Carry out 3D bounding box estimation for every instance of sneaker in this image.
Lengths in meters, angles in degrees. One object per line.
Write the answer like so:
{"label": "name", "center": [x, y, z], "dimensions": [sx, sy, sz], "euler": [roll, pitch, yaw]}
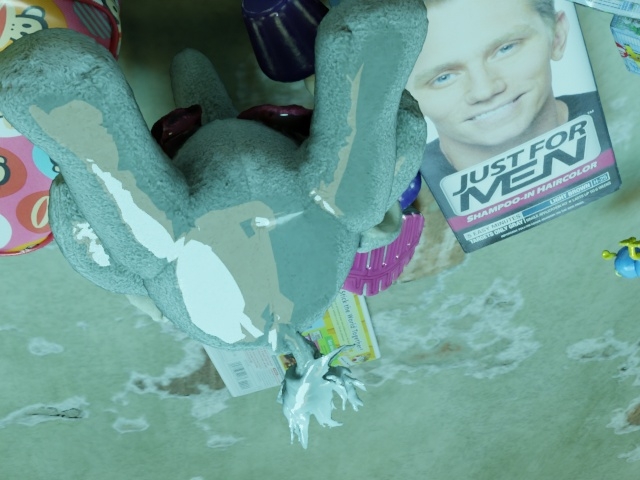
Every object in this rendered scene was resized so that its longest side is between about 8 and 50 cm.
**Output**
{"label": "sneaker", "center": [0.000, 0.000, 0.919], "dimensions": [0.252, 0.111, 0.103], "euler": [-14, 133, -34]}

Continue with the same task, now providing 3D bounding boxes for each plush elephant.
{"label": "plush elephant", "center": [-0.064, -0.041, 0.676], "dimensions": [0.272, 0.255, 0.330], "euler": [-19, 116, -10]}

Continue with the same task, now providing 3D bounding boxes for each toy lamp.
{"label": "toy lamp", "center": [0.014, -0.125, 0.791], "dimensions": [0.080, 0.080, 0.274], "euler": [-24, 142, 12]}

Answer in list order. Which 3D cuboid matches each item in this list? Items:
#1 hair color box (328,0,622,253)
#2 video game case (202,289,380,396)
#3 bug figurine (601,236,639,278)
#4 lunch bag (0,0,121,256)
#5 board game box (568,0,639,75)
{"label": "hair color box", "center": [0.143, -0.145, 0.780], "dimensions": [0.174, 0.105, 0.347], "euler": [-25, 139, 12]}
{"label": "video game case", "center": [-0.042, 0.106, 1.085], "dimensions": [0.206, 0.026, 0.227], "euler": [-15, 140, 2]}
{"label": "bug figurine", "center": [0.458, 0.008, 0.948], "dimensions": [0.279, 0.216, 0.072], "euler": [-16, 105, -33]}
{"label": "lunch bag", "center": [-0.271, -0.113, 0.686], "dimensions": [0.258, 0.120, 0.293], "euler": [10, 134, -27]}
{"label": "board game box", "center": [0.270, -0.217, 0.672], "dimensions": [0.194, 0.060, 0.194], "euler": [-5, 119, -40]}
